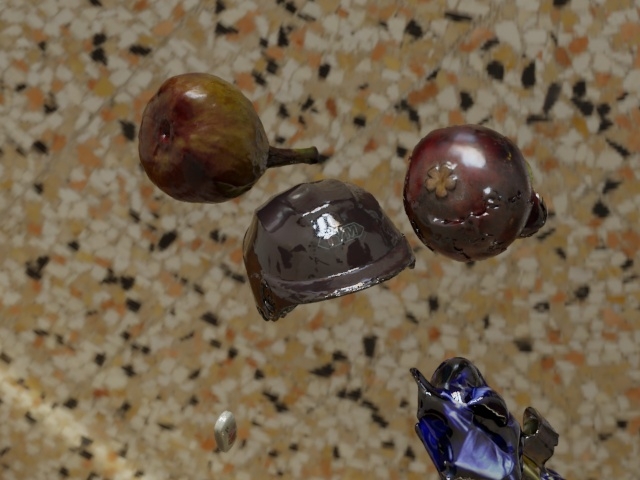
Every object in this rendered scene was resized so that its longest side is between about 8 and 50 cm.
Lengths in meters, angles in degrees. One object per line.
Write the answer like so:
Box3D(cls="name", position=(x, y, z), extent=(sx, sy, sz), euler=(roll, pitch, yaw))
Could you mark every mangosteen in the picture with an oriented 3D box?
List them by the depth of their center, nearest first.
Box3D(cls="mangosteen", position=(0.188, -0.057, 1.503), extent=(0.166, 0.180, 0.166), euler=(2, 93, 43))

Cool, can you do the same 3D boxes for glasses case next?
Box3D(cls="glasses case", position=(-0.122, 0.247, 1.618), extent=(0.021, 0.032, 0.083), euler=(25, 151, 17))

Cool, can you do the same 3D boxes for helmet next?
Box3D(cls="helmet", position=(0.000, 0.000, 1.783), extent=(0.225, 0.305, 0.177), euler=(-18, 87, -20))

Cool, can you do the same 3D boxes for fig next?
Box3D(cls="fig", position=(-0.113, -0.133, 1.798), extent=(0.290, 0.190, 0.190), euler=(11, 123, -22))

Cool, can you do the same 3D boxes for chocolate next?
Box3D(cls="chocolate", position=(0.176, 0.208, 1.144), extent=(0.126, 0.148, 0.343), euler=(-20, 131, 39))
